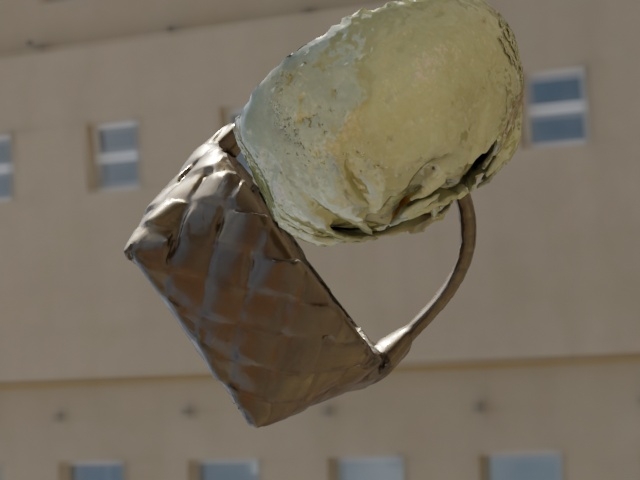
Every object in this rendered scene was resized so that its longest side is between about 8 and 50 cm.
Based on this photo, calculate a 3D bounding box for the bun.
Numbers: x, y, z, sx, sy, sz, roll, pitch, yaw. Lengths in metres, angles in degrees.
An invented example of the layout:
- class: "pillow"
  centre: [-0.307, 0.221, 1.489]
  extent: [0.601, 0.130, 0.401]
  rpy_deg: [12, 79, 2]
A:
- class: "bun"
  centre: [0.061, -0.086, 1.520]
  extent: [0.259, 0.259, 0.152]
  rpy_deg: [5, -125, -63]

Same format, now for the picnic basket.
- class: "picnic basket"
  centre: [0.000, 0.000, 1.861]
  extent: [0.293, 0.337, 0.337]
  rpy_deg: [54, -147, -4]
